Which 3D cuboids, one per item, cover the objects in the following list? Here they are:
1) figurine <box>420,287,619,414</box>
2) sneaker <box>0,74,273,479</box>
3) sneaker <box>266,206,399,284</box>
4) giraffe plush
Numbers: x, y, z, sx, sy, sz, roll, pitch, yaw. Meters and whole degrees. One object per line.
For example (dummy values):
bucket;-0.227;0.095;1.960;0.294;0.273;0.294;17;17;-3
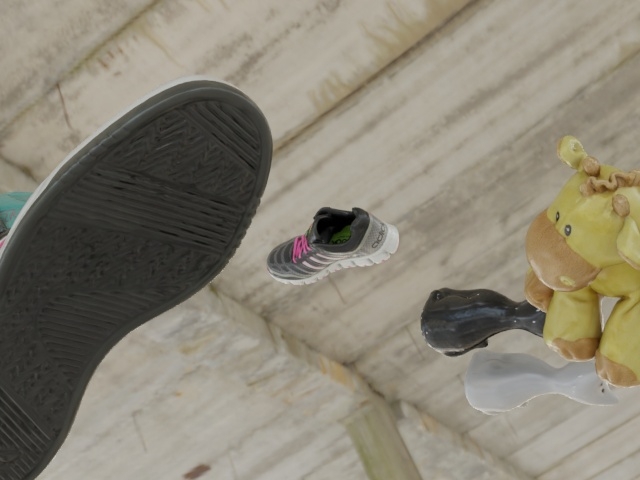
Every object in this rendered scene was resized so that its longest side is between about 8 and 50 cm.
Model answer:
figurine;0.272;0.149;1.153;0.209;0.092;0.215;-8;-51;42
sneaker;-0.151;0.002;0.533;0.124;0.178;0.295;34;-76;-33
sneaker;0.000;0.000;0.977;0.170;0.063;0.075;-14;-40;32
giraffe plush;0.251;0.006;0.751;0.170;0.181;0.210;26;-84;-50
